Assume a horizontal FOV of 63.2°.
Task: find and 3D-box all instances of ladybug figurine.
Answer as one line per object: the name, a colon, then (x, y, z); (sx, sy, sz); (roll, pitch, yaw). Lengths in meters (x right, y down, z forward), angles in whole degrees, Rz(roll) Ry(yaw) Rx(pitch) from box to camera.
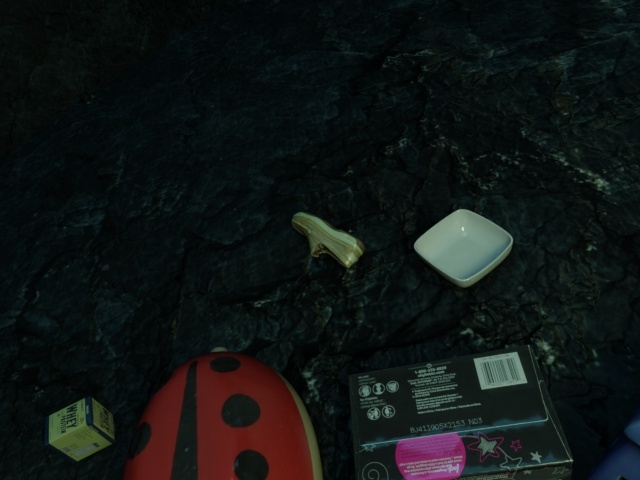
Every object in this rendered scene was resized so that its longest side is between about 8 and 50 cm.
ladybug figurine: (-0.156, 0.332, 0.738); (0.305, 0.162, 0.449); (-20, 43, 4)

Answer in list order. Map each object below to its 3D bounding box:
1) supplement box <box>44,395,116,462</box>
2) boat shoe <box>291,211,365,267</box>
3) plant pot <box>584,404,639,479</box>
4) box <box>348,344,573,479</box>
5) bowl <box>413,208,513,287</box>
supplement box: (-0.416, 0.330, 0.906); (0.083, 0.083, 0.056); (-26, 44, -5)
boat shoe: (0.000, 0.000, 1.074); (0.190, 0.068, 0.072); (26, 73, 39)
plant pot: (0.440, 0.233, 0.527); (0.236, 0.212, 0.236); (-32, 43, -25)
box: (0.176, 0.258, 0.689); (0.247, 0.142, 0.163); (-12, 43, 10)
bowl: (0.262, 0.020, 0.950); (0.142, 0.053, 0.142); (-36, 44, -13)
